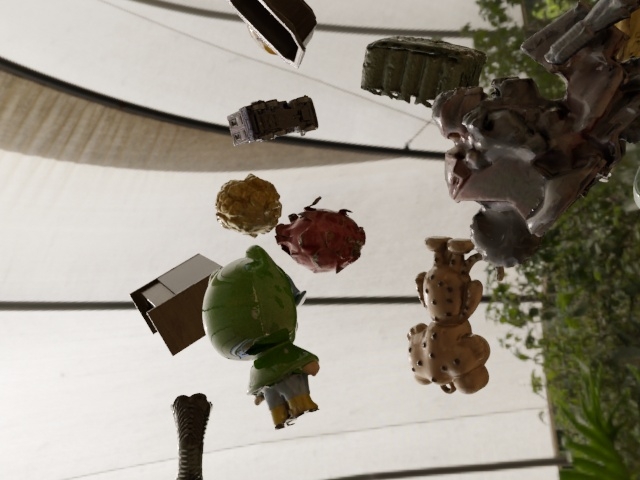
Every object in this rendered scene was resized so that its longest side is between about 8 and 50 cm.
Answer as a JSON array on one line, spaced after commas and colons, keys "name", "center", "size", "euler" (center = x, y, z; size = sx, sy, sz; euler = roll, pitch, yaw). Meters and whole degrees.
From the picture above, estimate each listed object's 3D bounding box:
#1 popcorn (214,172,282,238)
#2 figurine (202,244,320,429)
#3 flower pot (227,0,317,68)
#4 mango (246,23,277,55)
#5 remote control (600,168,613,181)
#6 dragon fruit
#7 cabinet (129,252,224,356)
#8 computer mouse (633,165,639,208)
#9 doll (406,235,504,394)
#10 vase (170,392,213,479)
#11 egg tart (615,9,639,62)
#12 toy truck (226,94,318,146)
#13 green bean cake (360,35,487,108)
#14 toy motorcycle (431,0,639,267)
[{"name": "popcorn", "center": [-0.248, -0.122, 2.058], "size": [0.190, 0.250, 0.250], "euler": [57, -172, 32]}, {"name": "figurine", "center": [-0.083, 0.141, 0.869], "size": [0.143, 0.162, 0.263], "euler": [4, -123, -53]}, {"name": "flower pot", "center": [-0.103, -0.501, 1.251], "size": [0.251, 0.084, 0.179], "euler": [45, 172, -4]}, {"name": "mango", "center": [-0.110, -0.564, 1.451], "size": [0.262, 0.157, 0.109], "euler": [83, 167, -66]}, {"name": "remote control", "center": [0.677, -0.249, 1.640], "size": [0.103, 0.277, 0.055], "euler": [-60, -24, -25]}, {"name": "dragon fruit", "center": [0.000, 0.000, 1.069], "size": [0.133, 0.166, 0.136], "euler": [85, -171, -60]}, {"name": "cabinet", "center": [-0.347, 0.164, 1.517], "size": [0.215, 0.175, 0.148], "euler": [-32, -64, -24]}, {"name": "computer mouse", "center": [0.841, -0.184, 1.343], "size": [0.097, 0.159, 0.288], "euler": [16, -74, -35]}, {"name": "doll", "center": [0.224, 0.130, 1.002], "size": [0.119, 0.154, 0.278], "euler": [-11, -68, -46]}, {"name": "vase", "center": [-0.317, 0.502, 1.425], "size": [0.237, 0.115, 0.115], "euler": [-101, -14, -49]}, {"name": "egg tart", "center": [0.603, -0.417, 1.093], "size": [0.341, 0.132, 0.341], "euler": [-45, -38, -51]}, {"name": "toy truck", "center": [-0.149, -0.382, 1.876], "size": [0.268, 0.155, 0.124], "euler": [-19, -82, -39]}, {"name": "green bean cake", "center": [0.241, -0.396, 1.349], "size": [0.255, 0.241, 0.132], "euler": [-40, -40, -55]}, {"name": "toy motorcycle", "center": [0.256, -0.155, 0.608], "size": [0.207, 0.401, 0.134], "euler": [46, -142, 12]}]
